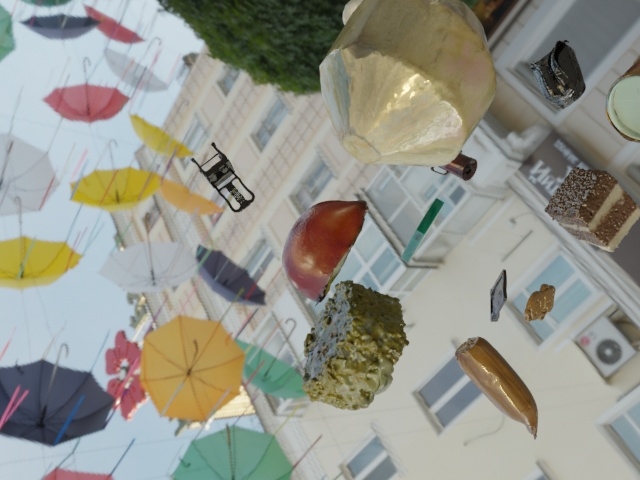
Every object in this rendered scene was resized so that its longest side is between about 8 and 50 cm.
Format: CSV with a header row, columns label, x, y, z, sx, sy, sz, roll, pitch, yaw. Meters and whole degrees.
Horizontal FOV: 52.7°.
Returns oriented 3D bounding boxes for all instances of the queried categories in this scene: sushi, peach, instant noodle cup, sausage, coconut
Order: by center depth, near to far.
label,x,y,z,sx,sy,sz,roll,pitch,yaw
coconut,0.163,-0.301,1.267,0.352,0.353,0.353,27,-150,-17
instant noodle cup,0.769,-0.328,1.473,0.172,0.216,0.216,-33,-110,-30
sausage,0.483,0.391,1.697,0.328,0.112,0.112,50,-152,-4
peach,0.000,0.000,2.013,0.201,0.362,0.258,29,-158,4
sushi,0.103,0.358,2.136,0.239,0.397,0.351,25,-159,-16

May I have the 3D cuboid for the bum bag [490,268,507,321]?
label,x,y,z,sx,sy,sz,roll,pitch,yaw
bum bag,0.531,0.164,1.917,0.026,0.159,0.109,7,-121,2

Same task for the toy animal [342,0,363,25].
label,x,y,z,sx,sy,sz,roll,pitch,yaw
toy animal,0.201,-0.663,1.756,0.183,0.247,0.310,56,175,-10

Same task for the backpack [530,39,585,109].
label,x,y,z,sx,sy,sz,roll,pitch,yaw
backpack,0.629,-0.424,1.692,0.105,0.120,0.165,18,-126,-33

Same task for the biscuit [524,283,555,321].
label,x,y,z,sx,sy,sz,roll,pitch,yaw
biscuit,0.764,0.215,2.238,0.184,0.134,0.027,4,-169,-46

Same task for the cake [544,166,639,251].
label,x,y,z,sx,sy,sz,roll,pitch,yaw
cake,0.607,-0.069,1.432,0.147,0.135,0.135,33,-179,-14

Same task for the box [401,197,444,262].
label,x,y,z,sx,sy,sz,roll,pitch,yaw
box,0.366,-0.034,2.333,0.042,0.226,0.161,32,-118,9

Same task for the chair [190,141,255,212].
label,x,y,z,sx,sy,sz,roll,pitch,yaw
chair,-0.336,-0.217,2.274,0.229,0.106,0.113,48,173,18

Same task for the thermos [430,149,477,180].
label,x,y,z,sx,sy,sz,roll,pitch,yaw
thermos,0.511,-0.322,2.612,0.232,0.124,0.098,32,-165,39
